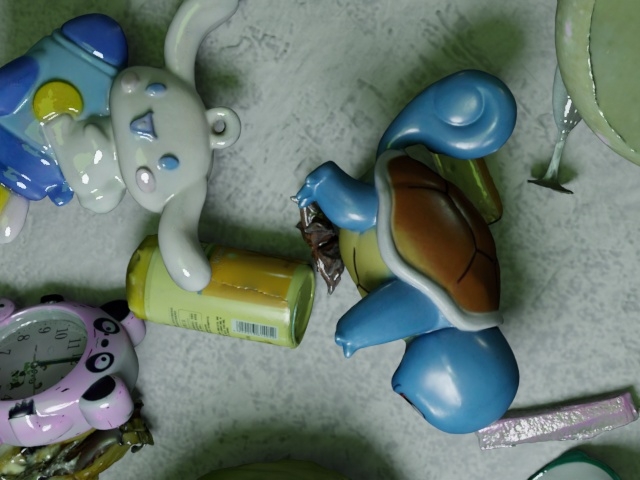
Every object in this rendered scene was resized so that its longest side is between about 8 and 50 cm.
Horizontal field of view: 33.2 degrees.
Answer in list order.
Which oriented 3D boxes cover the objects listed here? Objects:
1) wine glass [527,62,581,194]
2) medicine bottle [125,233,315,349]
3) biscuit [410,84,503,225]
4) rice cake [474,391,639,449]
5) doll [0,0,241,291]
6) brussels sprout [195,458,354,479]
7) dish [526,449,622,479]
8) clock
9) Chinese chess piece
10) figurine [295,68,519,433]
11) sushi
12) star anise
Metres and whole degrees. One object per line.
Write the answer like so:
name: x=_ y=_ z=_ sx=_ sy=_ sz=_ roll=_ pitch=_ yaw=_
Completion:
wine glass: x=0.301 y=-0.159 z=1.290 sx=0.066 sy=0.066 sz=0.198 roll=15 pitch=101 yaw=7
medicine bottle: x=-0.132 y=0.061 z=1.374 sx=0.239 sy=0.124 sz=0.124 roll=11 pitch=101 yaw=9
biscuit: x=0.168 y=-0.103 z=1.329 sx=0.056 sy=0.052 sz=0.188 roll=-21 pitch=93 yaw=24
rice cake: x=0.298 y=0.229 z=1.366 sx=0.207 sy=0.036 sz=0.047 roll=-11 pitch=107 yaw=11
doll: x=-0.280 y=-0.140 z=1.318 sx=0.366 sy=0.187 sz=0.376 roll=2 pitch=62 yaw=5
brussels sprout: x=-0.103 y=0.467 z=1.291 sx=0.361 sy=0.425 sz=0.342 roll=-12 pitch=109 yaw=32
dish: x=0.310 y=0.384 z=1.318 sx=0.224 sy=0.246 sz=0.078 roll=-20 pitch=128 yaw=44
clock: x=-0.357 y=0.167 z=1.388 sx=0.248 sy=0.227 sz=0.090 roll=-8 pitch=133 yaw=7
Chinese chess piece: x=0.431 y=-0.238 z=1.169 sx=0.349 sy=0.146 sz=0.349 roll=-1 pitch=113 yaw=-1
figurine: x=0.108 y=0.013 z=1.251 sx=0.243 sy=0.298 sz=0.416 roll=-1 pitch=86 yaw=10
sushi: x=-0.365 y=0.281 z=1.458 sx=0.291 sy=0.139 sz=0.131 roll=-22 pitch=75 yaw=12
star anise: x=0.000 y=-0.002 z=1.344 sx=0.042 sy=0.141 sz=0.141 roll=-25 pitch=94 yaw=-6
